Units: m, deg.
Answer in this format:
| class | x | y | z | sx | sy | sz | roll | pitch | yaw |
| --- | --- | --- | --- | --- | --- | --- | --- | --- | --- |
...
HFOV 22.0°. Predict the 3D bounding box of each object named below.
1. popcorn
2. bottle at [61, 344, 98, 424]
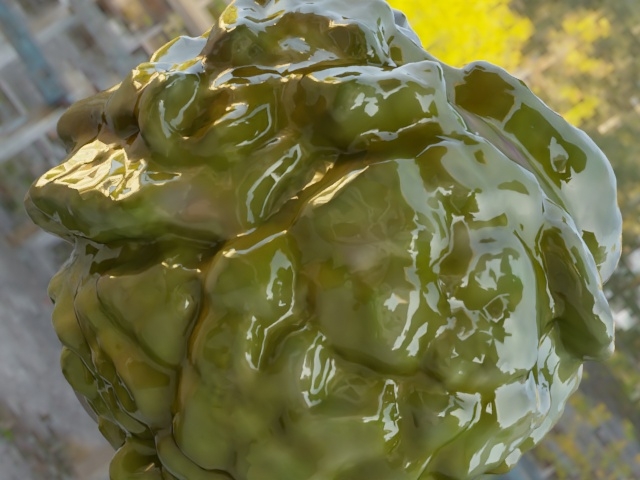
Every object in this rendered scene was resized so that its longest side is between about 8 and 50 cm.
| class | x | y | z | sx | sy | sz | roll | pitch | yaw |
| --- | --- | --- | --- | --- | --- | --- | --- | --- | --- |
| popcorn | 0.000 | 0.000 | 0.672 | 0.212 | 0.259 | 0.259 | 52 | 1 | -26 |
| bottle | -0.066 | 0.057 | 1.138 | 0.148 | 0.147 | 0.236 | 54 | 16 | 8 |
